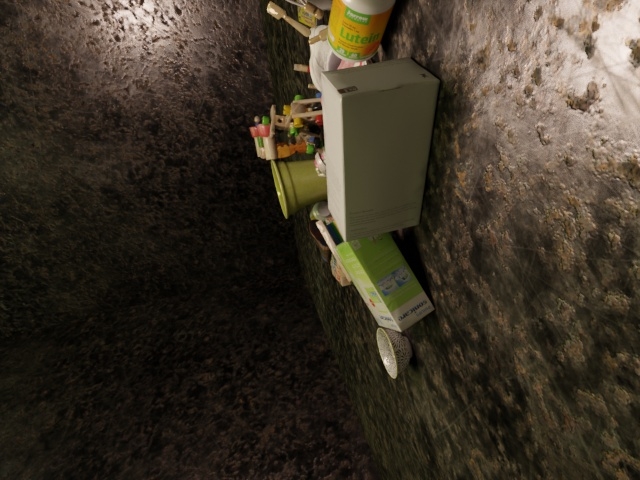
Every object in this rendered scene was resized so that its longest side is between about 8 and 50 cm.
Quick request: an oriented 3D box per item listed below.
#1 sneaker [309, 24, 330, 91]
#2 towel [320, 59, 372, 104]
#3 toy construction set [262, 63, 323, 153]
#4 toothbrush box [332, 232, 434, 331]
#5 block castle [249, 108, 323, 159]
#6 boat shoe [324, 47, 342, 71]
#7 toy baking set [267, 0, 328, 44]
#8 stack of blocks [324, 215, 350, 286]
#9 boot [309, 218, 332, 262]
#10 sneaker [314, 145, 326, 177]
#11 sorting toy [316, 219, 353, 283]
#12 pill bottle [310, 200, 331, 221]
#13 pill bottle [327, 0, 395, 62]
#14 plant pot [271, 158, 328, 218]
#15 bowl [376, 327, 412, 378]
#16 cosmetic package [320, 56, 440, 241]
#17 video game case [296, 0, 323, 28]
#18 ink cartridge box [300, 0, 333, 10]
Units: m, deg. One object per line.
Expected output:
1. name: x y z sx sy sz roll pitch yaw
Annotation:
1. sneaker: 0.017 -0.626 1.398 0.080 0.094 0.212 -34 -57 -58
2. towel: 0.097 -0.379 1.162 0.237 0.037 0.329 -54 45 47
3. toy construction set: -0.097 -0.504 1.542 0.257 0.237 0.309 -108 26 -73
4. toothbrush box: 0.172 0.104 1.170 0.283 0.122 0.206 58 169 0
5. block castle: -0.165 -0.520 1.944 0.453 0.303 0.213 -136 36 -71
6. boat shoe: 0.048 -0.559 1.283 0.258 0.095 0.084 108 143 -70
7. toy baking set: -0.016 -0.660 1.140 0.197 0.256 0.030 55 -144 -27
8. stack of blocks: 0.093 0.036 1.838 0.171 0.087 0.297 -133 31 -71
9. boot: 0.000 0.000 1.816 0.219 0.082 0.106 -116 19 -48
10. sneaker: 0.035 -0.325 1.617 0.252 0.111 0.103 94 160 -60
11. sorting toy: 0.110 0.044 1.543 0.255 0.089 0.257 61 -173 18
12. pill bottle: 0.007 -0.141 2.050 0.184 0.103 0.103 142 114 -79
13. pill bottle: 0.096 -0.535 0.913 0.246 0.136 0.136 115 140 -75
14. plant pot: -0.071 -0.262 1.867 0.276 0.253 0.276 166 90 -82
15. bowl: 0.257 0.367 1.364 0.170 0.080 0.170 166 90 -81
16. cosmetic package: 0.128 -0.201 0.958 0.156 0.217 0.385 -114 16 -47
17. video game case: -0.048 -0.932 1.511 0.275 0.035 0.248 -117 17 -52
18. ink cartridge box: -0.003 -0.774 1.189 0.128 0.127 0.176 89 164 -49
